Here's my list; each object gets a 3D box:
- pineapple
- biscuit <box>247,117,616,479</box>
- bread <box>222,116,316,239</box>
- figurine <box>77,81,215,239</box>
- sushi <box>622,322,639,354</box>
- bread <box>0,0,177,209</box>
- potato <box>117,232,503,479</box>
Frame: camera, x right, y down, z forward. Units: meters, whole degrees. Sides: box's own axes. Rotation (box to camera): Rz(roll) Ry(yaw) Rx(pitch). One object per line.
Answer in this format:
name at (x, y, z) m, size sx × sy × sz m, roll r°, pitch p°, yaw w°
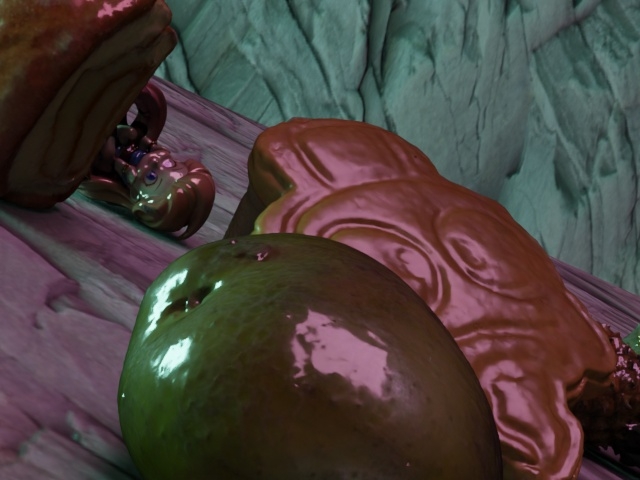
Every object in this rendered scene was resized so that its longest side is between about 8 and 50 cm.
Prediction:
pineapple at (0.264, 0.147, 1.484) m, size 0.198 × 0.108 × 0.108 m, roll 35°, pitch 9°, yaw 10°
biscuit at (0.077, 0.038, 1.285) m, size 0.269 × 0.051 × 0.376 m, roll -8°, pitch 50°, yaw -37°
bread at (0.005, -0.015, 1.469) m, size 0.148 × 0.141 × 0.134 m, roll 25°, pitch 31°, yaw -6°
figurine at (-0.164, -0.067, 1.588) m, size 0.157 × 0.126 × 0.114 m, roll 48°, pitch -37°, yaw -3°
sushi at (0.437, 0.158, 1.924) m, size 0.273 × 0.109 × 0.134 m, roll 23°, pitch 7°, yaw -17°
bread at (-0.217, -0.137, 1.396) m, size 0.123 × 0.244 × 0.190 m, roll 39°, pitch 18°, yaw 18°
potato at (-0.009, 0.077, 0.842) m, size 0.174 × 0.159 × 0.251 m, roll 51°, pitch 8°, yaw -25°
